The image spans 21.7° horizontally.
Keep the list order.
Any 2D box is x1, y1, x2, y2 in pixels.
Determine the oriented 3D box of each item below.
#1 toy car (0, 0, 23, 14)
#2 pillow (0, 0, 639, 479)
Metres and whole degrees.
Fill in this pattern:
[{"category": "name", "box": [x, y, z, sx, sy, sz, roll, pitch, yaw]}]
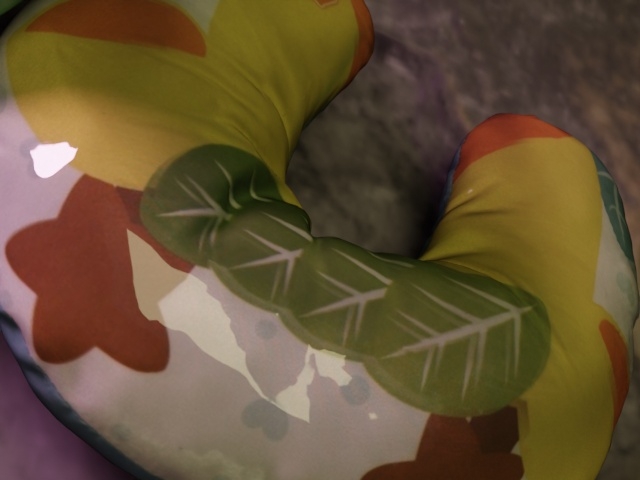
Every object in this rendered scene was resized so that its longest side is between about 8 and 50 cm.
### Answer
[{"category": "toy car", "box": [-0.156, -0.241, 0.462, 0.359, 0.213, 0.176, 48, 21, -9]}, {"category": "pillow", "box": [0.000, 0.000, 0.526, 0.233, 0.086, 0.214, 35, 47, -10]}]
